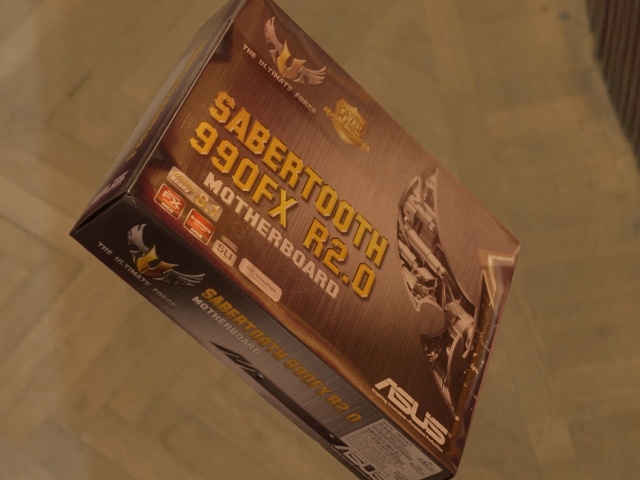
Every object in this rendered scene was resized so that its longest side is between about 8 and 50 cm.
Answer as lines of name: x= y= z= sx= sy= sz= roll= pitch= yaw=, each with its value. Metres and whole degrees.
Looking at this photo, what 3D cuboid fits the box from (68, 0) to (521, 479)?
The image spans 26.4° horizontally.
box: x=0.000 y=0.000 z=0.740 sx=0.056 sy=0.231 sz=0.183 roll=-30 pitch=25 yaw=41
